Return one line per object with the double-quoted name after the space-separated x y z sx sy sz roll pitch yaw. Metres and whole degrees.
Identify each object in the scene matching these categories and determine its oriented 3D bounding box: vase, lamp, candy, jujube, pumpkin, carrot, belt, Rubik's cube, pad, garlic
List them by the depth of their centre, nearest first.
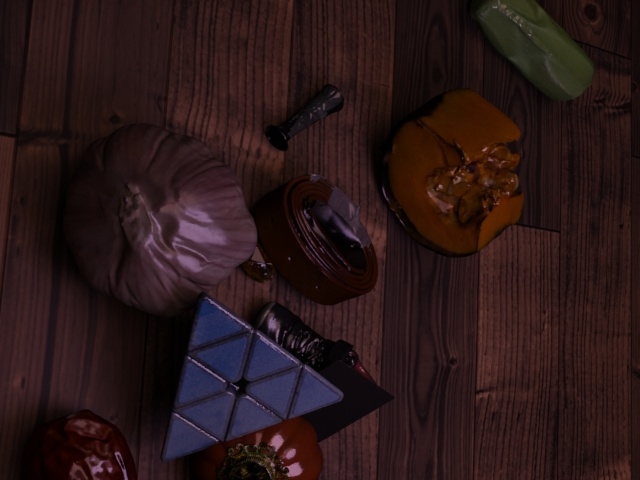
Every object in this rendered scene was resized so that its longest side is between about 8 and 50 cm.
-0.366 0.392 1.373 0.174 0.174 0.251 -11 80 -32 "jujube"
-0.270 -0.035 1.418 0.317 0.259 0.318 0 90 -1 "garlic"
-0.145 0.201 1.446 0.228 0.233 0.229 -13 81 -48 "Rubik's cube"
-0.106 0.376 1.516 0.223 0.196 0.223 0 95 4 "lamp"
-0.170 -0.012 1.602 0.228 0.069 0.069 44 64 -21 "carrot"
0.013 0.293 1.604 0.143 0.211 0.003 37 36 -24 "pad"
0.000 0.000 1.660 0.261 0.105 0.184 52 44 -16 "belt"
-0.029 -0.237 1.715 0.167 0.059 0.059 -39 105 -29 "vase"
0.265 -0.134 1.775 0.225 0.256 0.303 -27 122 -36 "pumpkin"
0.485 -0.459 2.020 0.343 0.132 0.142 36 83 -23 "candy"

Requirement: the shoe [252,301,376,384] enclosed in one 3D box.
-0.004 0.226 1.629 0.291 0.137 0.114 43 64 -20 "shoe"
